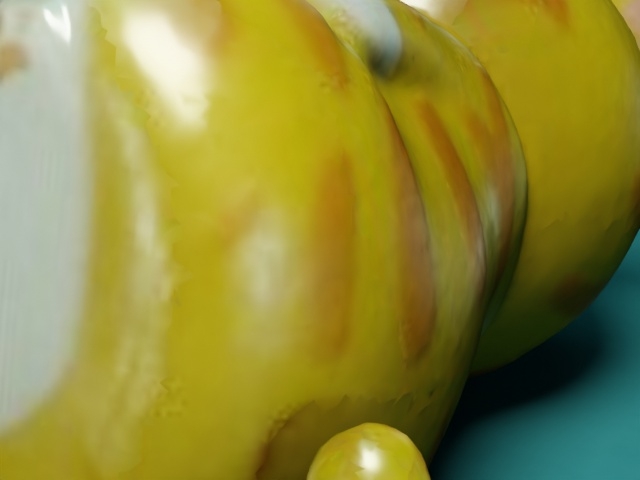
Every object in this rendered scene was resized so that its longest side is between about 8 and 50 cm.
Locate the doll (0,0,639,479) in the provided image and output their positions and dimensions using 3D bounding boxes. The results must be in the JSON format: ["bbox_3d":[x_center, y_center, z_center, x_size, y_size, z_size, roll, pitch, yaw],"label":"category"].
[{"bbox_3d":[-0.012,-0.011,0.480,0.166,0.162,0.269,-22,13,34],"label":"doll"}]
